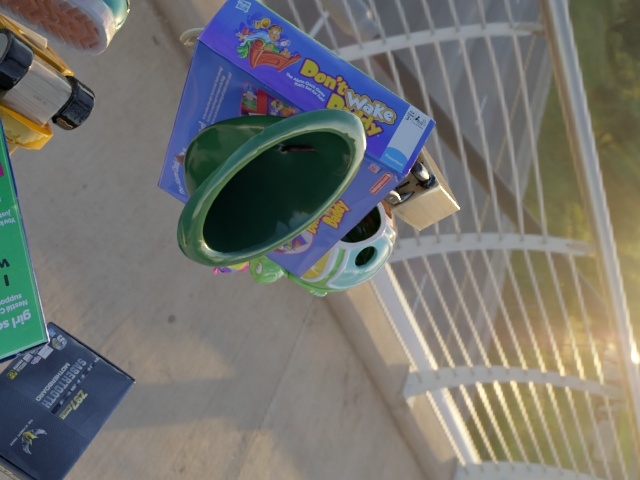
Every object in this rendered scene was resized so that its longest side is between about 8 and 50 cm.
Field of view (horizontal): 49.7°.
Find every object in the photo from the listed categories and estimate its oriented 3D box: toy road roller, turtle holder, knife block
[{"bbox_3d":[-0.603,-0.286,1.276,0.240,0.329,0.202,-45,145,5],"label":"toy road roller"},{"bbox_3d":[0.005,-0.018,1.456,0.321,0.227,0.243,4,76,-16],"label":"turtle holder"},{"bbox_3d":[0.144,-0.084,1.094,0.275,0.088,0.242,54,17,-28],"label":"knife block"}]

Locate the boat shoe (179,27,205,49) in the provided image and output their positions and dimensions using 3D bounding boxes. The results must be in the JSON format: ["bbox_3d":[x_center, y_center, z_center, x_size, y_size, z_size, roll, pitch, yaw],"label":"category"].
[{"bbox_3d":[-0.221,-0.398,1.413,0.135,0.050,0.045,-2,60,-40],"label":"boat shoe"}]

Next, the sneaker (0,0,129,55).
[{"bbox_3d":[-0.368,-0.346,0.814,0.302,0.108,0.121,32,51,-23],"label":"sneaker"}]

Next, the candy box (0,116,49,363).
[{"bbox_3d":[-0.415,-0.048,0.715,0.122,0.268,0.317,-22,115,-40],"label":"candy box"}]

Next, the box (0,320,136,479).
[{"bbox_3d":[-0.444,0.272,1.130,0.183,0.059,0.232,37,46,-5],"label":"box"}]

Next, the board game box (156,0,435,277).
[{"bbox_3d":[-0.053,-0.095,0.805,0.233,0.347,0.078,33,64,-6],"label":"board game box"}]

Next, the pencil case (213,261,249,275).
[{"bbox_3d":[-0.204,-0.044,1.470,0.104,0.104,0.236,24,44,-57],"label":"pencil case"}]

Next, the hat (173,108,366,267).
[{"bbox_3d":[-0.089,-0.094,0.606,0.173,0.208,0.183,3,46,-55],"label":"hat"}]
